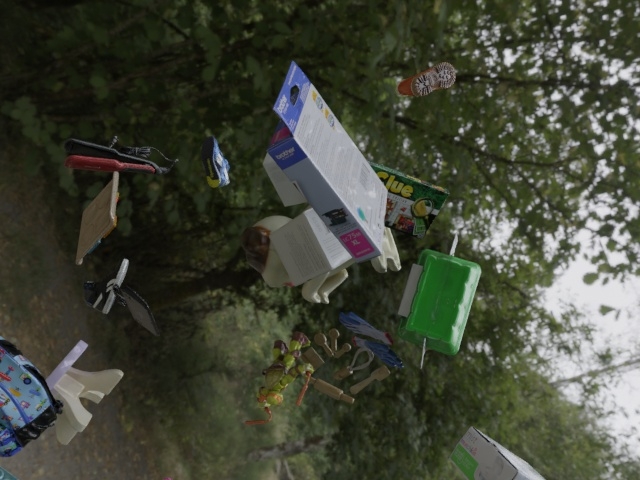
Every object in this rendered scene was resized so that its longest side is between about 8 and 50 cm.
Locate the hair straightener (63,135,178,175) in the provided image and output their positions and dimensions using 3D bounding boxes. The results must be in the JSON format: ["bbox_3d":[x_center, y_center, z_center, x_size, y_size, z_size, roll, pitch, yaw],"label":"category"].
[{"bbox_3d":[-0.402,-0.181,1.190,0.047,0.230,0.089,-43,-124,46],"label":"hair straightener"}]

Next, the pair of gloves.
[{"bbox_3d":[0.124,0.248,1.454,0.159,0.023,0.198,17,-31,40],"label":"pair of gloves"}]

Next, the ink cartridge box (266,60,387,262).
[{"bbox_3d":[0.010,-0.131,0.987,0.311,0.065,0.186,53,30,-29],"label":"ink cartridge box"}]

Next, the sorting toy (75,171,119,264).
[{"bbox_3d":[-0.595,-0.059,1.579,0.038,0.208,0.193,25,35,-34],"label":"sorting toy"}]

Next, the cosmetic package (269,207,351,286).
[{"bbox_3d":[0.000,0.000,1.444,0.183,0.151,0.152,-29,-93,55],"label":"cosmetic package"}]

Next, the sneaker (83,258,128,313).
[{"bbox_3d":[-0.798,0.151,2.144,0.079,0.121,0.217,-140,-106,-81],"label":"sneaker"}]

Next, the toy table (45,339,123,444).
[{"bbox_3d":[-0.693,0.427,1.624,0.161,0.274,0.252,40,12,-11],"label":"toy table"}]

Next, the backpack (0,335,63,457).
[{"bbox_3d":[-0.484,0.224,0.876,0.158,0.117,0.173,36,-36,12],"label":"backpack"}]

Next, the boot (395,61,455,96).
[{"bbox_3d":[0.250,-0.380,1.388,0.084,0.157,0.059,6,-63,54],"label":"boot"}]

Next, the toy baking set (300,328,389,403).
[{"bbox_3d":[0.058,0.361,1.640,0.030,0.256,0.197,-25,138,-60],"label":"toy baking set"}]

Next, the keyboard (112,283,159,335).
[{"bbox_3d":[-0.652,0.230,2.054,0.201,0.033,0.317,35,-27,9],"label":"keyboard"}]

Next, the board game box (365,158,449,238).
[{"bbox_3d":[0.150,-0.099,1.341,0.030,0.259,0.136,-99,-150,-59],"label":"board game box"}]

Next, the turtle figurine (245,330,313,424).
[{"bbox_3d":[-0.108,0.341,1.477,0.087,0.269,0.217,35,36,-14],"label":"turtle figurine"}]

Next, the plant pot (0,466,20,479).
[{"bbox_3d":[-0.744,0.638,1.269,0.248,0.252,0.247,40,21,-8],"label":"plant pot"}]

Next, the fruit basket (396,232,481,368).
[{"bbox_3d":[0.289,0.159,1.499,0.353,0.165,0.327,53,55,-81],"label":"fruit basket"}]

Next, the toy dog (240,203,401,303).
[{"bbox_3d":[-0.026,-0.005,1.674,0.284,0.407,0.396,-25,97,-74],"label":"toy dog"}]

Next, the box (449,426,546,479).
[{"bbox_3d":[0.515,0.655,1.579,0.231,0.127,0.262,35,0,-15],"label":"box"}]

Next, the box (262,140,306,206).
[{"bbox_3d":[-0.091,-0.214,1.793,0.130,0.091,0.171,-78,150,-47],"label":"box"}]

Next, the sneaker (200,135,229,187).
[{"bbox_3d":[-0.282,-0.211,1.584,0.059,0.053,0.144,-1,77,-54],"label":"sneaker"}]

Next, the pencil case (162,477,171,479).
[{"bbox_3d":[-0.544,0.857,1.859,0.095,0.209,0.098,40,-51,20],"label":"pencil case"}]
